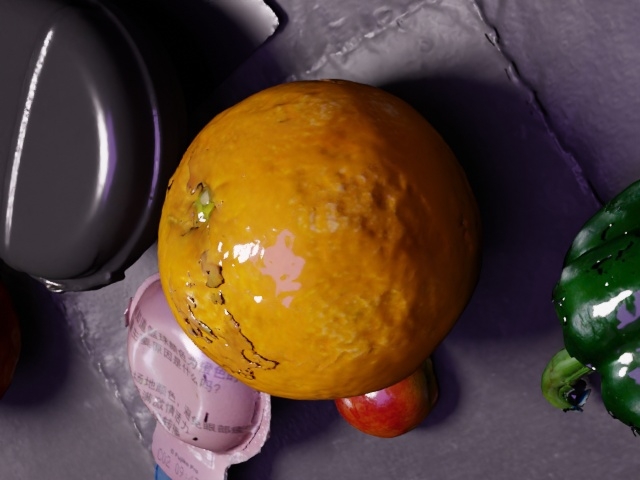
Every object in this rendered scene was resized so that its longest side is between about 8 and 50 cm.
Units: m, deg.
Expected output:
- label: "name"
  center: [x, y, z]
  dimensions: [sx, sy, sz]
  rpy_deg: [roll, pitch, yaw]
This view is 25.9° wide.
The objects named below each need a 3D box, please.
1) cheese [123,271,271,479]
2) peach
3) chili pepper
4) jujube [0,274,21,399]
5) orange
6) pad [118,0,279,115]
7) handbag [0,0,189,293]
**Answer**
- label: "cheese"
  center: [-0.112, 0.142, 1.233]
  dimensions: [0.189, 0.074, 0.286]
  rpy_deg: [31, 129, 36]
- label: "peach"
  center: [0.049, 0.125, 1.170]
  dimensions: [0.098, 0.061, 0.098]
  rpy_deg: [8, 116, 16]
- label: "chili pepper"
  center: [0.246, 0.064, 1.003]
  dimensions: [0.174, 0.165, 0.261]
  rpy_deg: [43, 123, -9]
- label: "jujube"
  center: [-0.403, 0.093, 1.282]
  dimensions: [0.232, 0.213, 0.212]
  rpy_deg: [2, 109, 23]
- label: "orange"
  center: [0.000, 0.000, 1.052]
  dimensions: [0.246, 0.246, 0.246]
  rpy_deg: [9, 112, 22]
- label: "pad"
  center: [-0.164, -0.164, 1.196]
  dimensions: [0.265, 0.009, 0.159]
  rpy_deg: [-40, 89, 32]
- label: "handbag"
  center: [-0.235, -0.094, 1.153]
  dimensions: [0.308, 0.093, 0.253]
  rpy_deg: [29, 113, 35]
